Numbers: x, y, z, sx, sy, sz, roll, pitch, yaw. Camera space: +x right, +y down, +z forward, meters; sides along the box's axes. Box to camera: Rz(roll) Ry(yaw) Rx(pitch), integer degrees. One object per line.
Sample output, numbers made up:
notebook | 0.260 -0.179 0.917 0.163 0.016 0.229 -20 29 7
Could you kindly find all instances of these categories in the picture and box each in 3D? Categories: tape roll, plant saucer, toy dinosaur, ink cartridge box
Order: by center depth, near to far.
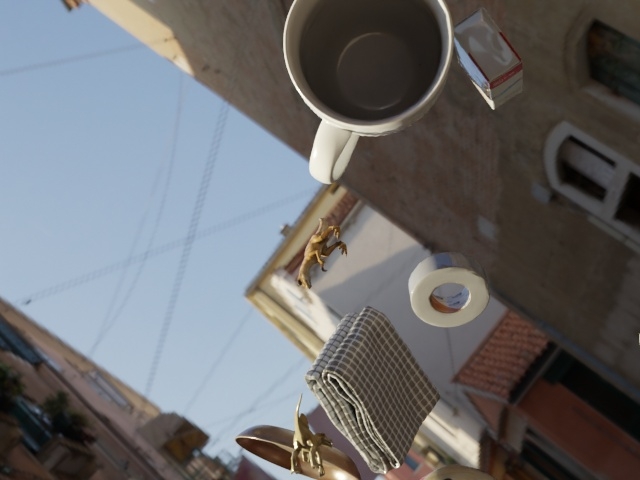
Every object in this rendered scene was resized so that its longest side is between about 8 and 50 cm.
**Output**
toy dinosaur | -0.025 0.302 1.280 0.053 0.092 0.183 -11 -33 10
ink cartridge box | 0.309 -0.330 1.559 0.072 0.127 0.175 -34 -14 7
toy dinosaur | 0.000 0.000 1.728 0.064 0.112 0.211 51 -138 -31
plant saucer | -0.045 0.490 1.946 0.310 0.311 0.050 74 -147 -63
tape roll | 0.358 0.138 2.361 0.072 0.219 0.219 -91 18 -54

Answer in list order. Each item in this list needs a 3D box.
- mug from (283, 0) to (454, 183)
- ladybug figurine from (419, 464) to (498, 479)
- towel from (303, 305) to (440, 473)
mug | 0.073 -0.277 1.512 0.328 0.276 0.374 -17 -50 -84
ladybug figurine | 0.234 0.627 1.817 0.305 0.162 0.449 -4 -42 -39
towel | 0.116 0.310 1.760 0.121 0.283 0.235 -24 19 35
